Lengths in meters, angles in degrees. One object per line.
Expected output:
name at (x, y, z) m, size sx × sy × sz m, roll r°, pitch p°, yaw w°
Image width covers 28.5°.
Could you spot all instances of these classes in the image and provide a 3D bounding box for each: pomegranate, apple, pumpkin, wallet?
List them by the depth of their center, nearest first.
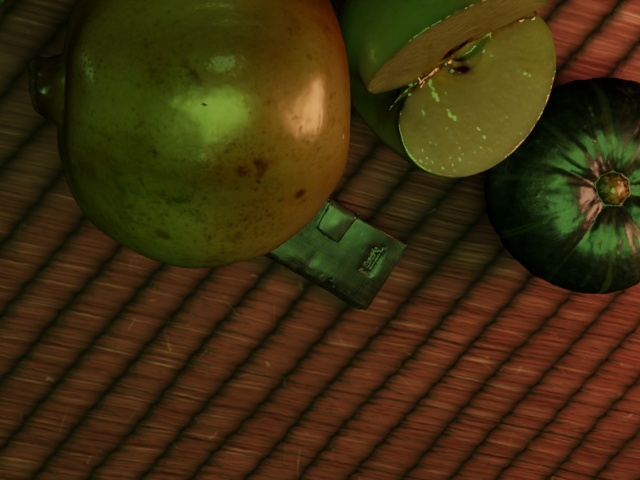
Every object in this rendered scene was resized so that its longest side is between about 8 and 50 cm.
pomegranate at (-0.158, -0.164, 1.522) m, size 0.417 × 0.416 × 0.416 m, roll -2°, pitch 106°, yaw -9°
apple at (0.153, -0.251, 1.633) m, size 0.258 × 0.233 × 0.295 m, roll -40°, pitch 135°, yaw -8°
pumpkin at (0.377, -0.078, 1.744) m, size 0.300 × 0.207 × 0.300 m, roll 0°, pitch 94°, yaw -1°
wallet at (0.000, 0.000, 1.784) m, size 0.230 × 0.042 × 0.124 m, roll 30°, pitch 102°, yaw -15°

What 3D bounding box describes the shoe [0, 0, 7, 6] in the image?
shoe at (-0.391, -0.408, 1.542) m, size 0.351 × 0.172 × 0.198 m, roll -29°, pitch 93°, yaw -10°
